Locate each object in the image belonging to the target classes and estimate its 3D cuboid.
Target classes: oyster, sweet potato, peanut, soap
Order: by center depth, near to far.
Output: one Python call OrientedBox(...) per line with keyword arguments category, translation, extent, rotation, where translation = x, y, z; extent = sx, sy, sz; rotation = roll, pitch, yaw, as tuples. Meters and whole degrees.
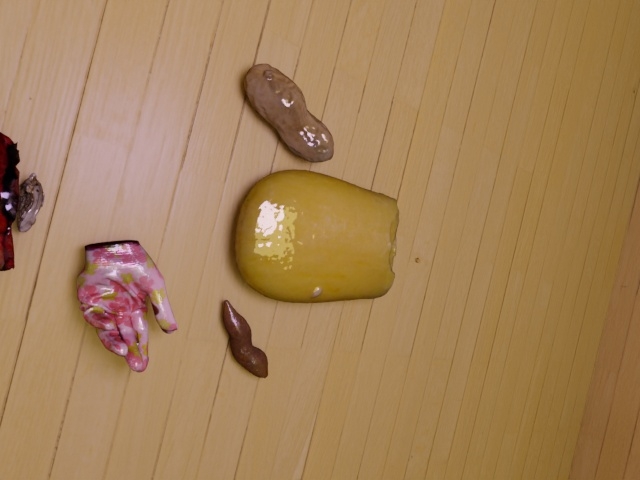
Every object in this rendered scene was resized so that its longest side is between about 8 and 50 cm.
OrientedBox(category="oyster", translation=(-0.498, -0.063, 0.744), extent=(0.038, 0.081, 0.083), rotation=(17, 52, -12))
OrientedBox(category="peanut", translation=(-0.064, -0.268, 0.974), extent=(0.101, 0.117, 0.263), rotation=(-41, 121, 1))
OrientedBox(category="sweet potato", translation=(-0.177, 0.230, 1.005), extent=(0.065, 0.051, 0.219), rotation=(-33, 112, -21))
OrientedBox(category="soap", translation=(-0.001, 0.000, 1.050), extent=(0.427, 0.115, 0.306), rotation=(10, 95, -33))

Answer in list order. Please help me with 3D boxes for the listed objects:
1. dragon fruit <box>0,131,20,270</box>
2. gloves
OrientedBox(category="dragon fruit", translation=(-0.553, -0.047, 0.583), extent=(0.301, 0.295, 0.296), rotation=(-24, 110, -42))
OrientedBox(category="gloves", translation=(-0.364, 0.124, 0.829), extent=(0.145, 0.126, 0.242), rotation=(-14, 103, -56))
